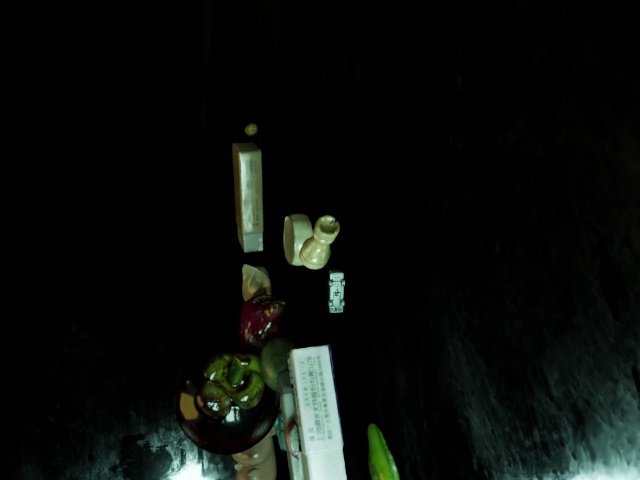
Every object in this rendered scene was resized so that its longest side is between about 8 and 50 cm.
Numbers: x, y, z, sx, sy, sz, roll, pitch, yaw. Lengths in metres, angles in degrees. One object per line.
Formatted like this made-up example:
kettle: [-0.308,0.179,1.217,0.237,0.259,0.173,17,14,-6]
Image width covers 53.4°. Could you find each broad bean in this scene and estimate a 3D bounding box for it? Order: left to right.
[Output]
broad bean: [0.118,0.405,0.989,0.298,0.043,0.060,-117,38,-54]

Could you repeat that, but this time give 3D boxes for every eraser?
eraser: [-0.237,-0.143,2.100,0.144,0.078,0.344,-129,36,-66]
eraser: [-0.037,0.479,1.504,0.061,0.089,0.352,115,147,-69]
eraser: [-0.011,0.377,1.382,0.130,0.086,0.288,131,133,-72]

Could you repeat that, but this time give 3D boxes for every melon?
melon: [-0.099,0.324,1.645,0.167,0.114,0.114,-110,21,-54]

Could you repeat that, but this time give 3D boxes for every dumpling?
dumpling: [-0.199,0.156,2.038,0.150,0.092,0.177,40,129,51]

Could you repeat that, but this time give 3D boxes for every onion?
onion: [-0.160,0.235,1.838,0.218,0.139,0.195,116,153,-56]

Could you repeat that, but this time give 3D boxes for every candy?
candy: [-0.032,0.449,1.448,0.043,0.103,0.103,132,132,-64]

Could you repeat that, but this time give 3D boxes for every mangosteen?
mangosteen: [-0.258,0.438,1.732,0.313,0.296,0.297,35,-131,-85]

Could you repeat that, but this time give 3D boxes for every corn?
corn: [-0.226,-0.361,2.071,0.092,0.037,0.037,-168,74,-73]

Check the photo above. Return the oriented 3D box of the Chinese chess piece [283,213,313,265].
Chinese chess piece: [-0.052,-0.002,1.499,0.122,0.051,0.122,177,90,-74]

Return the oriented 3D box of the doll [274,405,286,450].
doll: [-0.106,0.529,1.837,0.158,0.059,0.160,-130,37,-63]

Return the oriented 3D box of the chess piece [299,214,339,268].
chess piece: [0.000,0.000,1.286,0.122,0.066,0.066,115,148,-52]

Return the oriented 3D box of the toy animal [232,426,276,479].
toy animal: [-0.222,0.747,2.164,0.154,0.166,0.250,7,-97,-61]

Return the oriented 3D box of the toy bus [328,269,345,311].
toy bus: [0.030,0.099,1.254,0.037,0.031,0.083,-109,18,-71]
